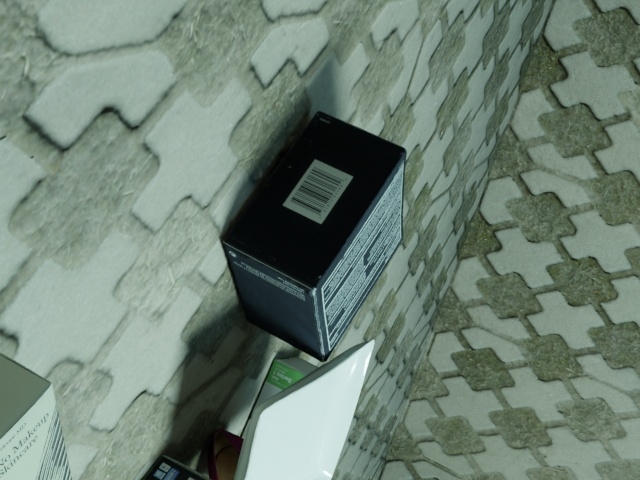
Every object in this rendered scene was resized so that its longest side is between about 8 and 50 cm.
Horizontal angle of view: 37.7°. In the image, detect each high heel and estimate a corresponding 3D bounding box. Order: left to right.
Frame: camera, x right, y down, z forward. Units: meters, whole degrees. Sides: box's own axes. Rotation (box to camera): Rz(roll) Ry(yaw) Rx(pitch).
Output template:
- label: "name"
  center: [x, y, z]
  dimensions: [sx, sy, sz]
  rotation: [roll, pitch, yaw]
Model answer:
- label: "high heel"
  center: [-0.136, 0.534, 1.716]
  dimensions: [0.127, 0.377, 0.181]
  rotation: [-25, 138, -3]

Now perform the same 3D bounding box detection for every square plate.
- label: "square plate"
  center: [-0.049, 0.361, 1.654]
  dimensions: [0.347, 0.049, 0.344]
  rotation: [-24, 135, -52]

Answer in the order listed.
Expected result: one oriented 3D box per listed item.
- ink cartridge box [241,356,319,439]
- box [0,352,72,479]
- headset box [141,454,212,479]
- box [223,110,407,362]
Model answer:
- label: "ink cartridge box"
  center: [-0.079, 0.368, 2.001]
  dimensions: [0.220, 0.092, 0.160]
  rotation: [-66, 162, 2]
- label: "box"
  center: [-0.350, 0.255, 1.041]
  dimensions: [0.113, 0.094, 0.275]
  rotation: [-51, 158, -39]
- label: "headset box"
  center: [-0.278, 0.554, 1.596]
  dimensions: [0.246, 0.131, 0.283]
  rotation: [-53, 159, -37]
- label: "box"
  center: [0.000, 0.000, 1.587]
  dimensions: [0.296, 0.182, 0.294]
  rotation: [-55, 160, -24]
